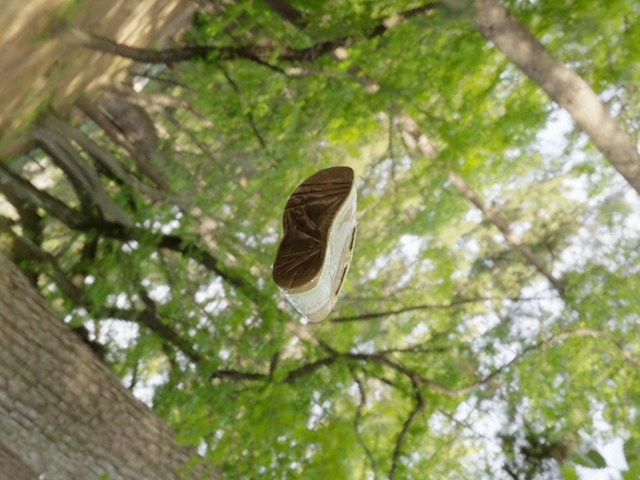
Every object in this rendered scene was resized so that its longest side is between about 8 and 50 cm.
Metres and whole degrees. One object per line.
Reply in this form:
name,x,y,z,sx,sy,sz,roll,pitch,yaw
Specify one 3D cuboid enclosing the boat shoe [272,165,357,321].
boat shoe,0.000,0.000,0.594,0.050,0.045,0.135,-5,-141,23
